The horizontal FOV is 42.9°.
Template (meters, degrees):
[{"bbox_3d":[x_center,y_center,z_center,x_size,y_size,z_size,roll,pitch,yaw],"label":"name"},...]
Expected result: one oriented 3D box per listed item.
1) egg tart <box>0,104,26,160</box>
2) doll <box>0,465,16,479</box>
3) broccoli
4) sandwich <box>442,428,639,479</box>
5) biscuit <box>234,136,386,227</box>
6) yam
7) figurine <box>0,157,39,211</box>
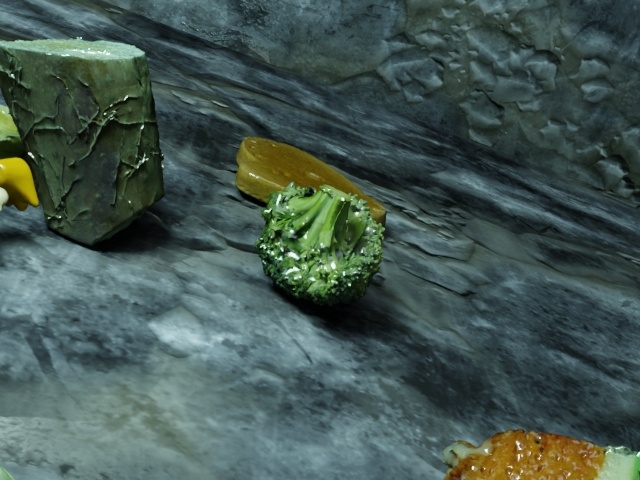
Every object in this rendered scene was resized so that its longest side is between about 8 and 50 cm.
[{"bbox_3d":[-0.524,-0.167,1.249,0.197,0.078,0.197,20,19,-7],"label":"egg tart"},{"bbox_3d":[-0.128,0.262,0.430,0.216,0.284,0.268,-29,46,-19],"label":"doll"},{"bbox_3d":[-0.001,0.003,1.234,0.198,0.176,0.226,9,1,-5],"label":"broccoli"},{"bbox_3d":[0.191,0.283,0.800,0.212,0.109,0.292,15,26,32],"label":"sandwich"},{"bbox_3d":[-0.045,-0.103,1.595,0.344,0.057,0.287,37,25,32],"label":"biscuit"},{"bbox_3d":[-0.323,-0.144,1.150,0.202,0.271,0.202,12,24,21],"label":"yam"},{"bbox_3d":[-0.500,-0.071,0.916,0.215,0.187,0.344,5,9,23],"label":"figurine"}]
